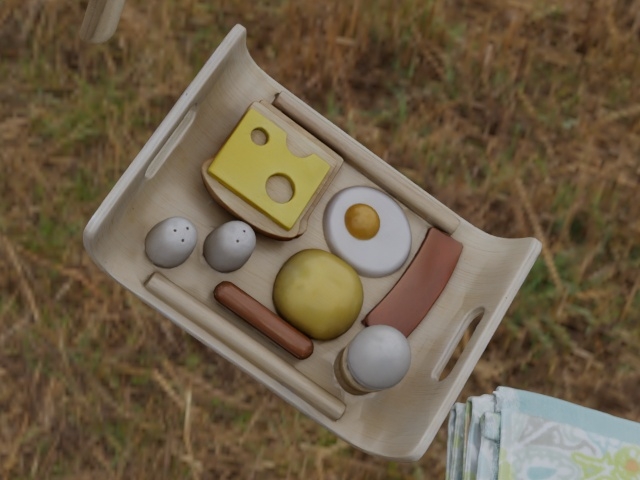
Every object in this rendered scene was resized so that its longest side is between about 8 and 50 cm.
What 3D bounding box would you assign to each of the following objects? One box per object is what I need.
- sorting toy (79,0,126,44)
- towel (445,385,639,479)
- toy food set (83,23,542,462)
[{"bbox_3d":[-0.125,-0.304,1.129,0.041,0.229,0.307,18,85,-6],"label":"sorting toy"},{"bbox_3d":[0.284,0.322,1.446,0.374,0.090,0.320,17,56,-12],"label":"towel"},{"bbox_3d":[0.000,0.000,1.211,0.306,0.092,0.220,36,66,-8],"label":"toy food set"}]
